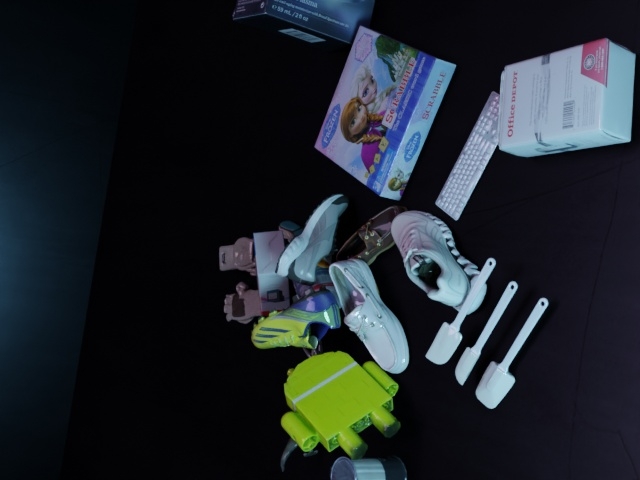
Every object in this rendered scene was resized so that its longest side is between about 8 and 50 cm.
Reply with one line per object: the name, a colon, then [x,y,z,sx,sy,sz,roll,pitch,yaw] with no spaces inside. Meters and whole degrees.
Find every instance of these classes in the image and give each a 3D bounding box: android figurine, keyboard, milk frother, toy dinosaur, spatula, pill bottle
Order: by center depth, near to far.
spatula: [0.306,0.168,1.425,0.168,0.019,0.242,41,117,32]
keyboard: [0.307,-0.166,1.560,0.072,0.014,0.256,50,122,49]
milk frother: [0.089,0.514,1.594,0.129,0.135,0.143,-33,55,48]
android figurine: [0.034,0.332,1.636,0.273,0.248,0.056,37,148,42]
toy dinosaur: [-0.008,0.396,1.813,0.160,0.121,0.313,-121,46,-59]
pill bottle: [-0.016,0.084,1.881,0.108,0.108,0.180,-53,42,34]

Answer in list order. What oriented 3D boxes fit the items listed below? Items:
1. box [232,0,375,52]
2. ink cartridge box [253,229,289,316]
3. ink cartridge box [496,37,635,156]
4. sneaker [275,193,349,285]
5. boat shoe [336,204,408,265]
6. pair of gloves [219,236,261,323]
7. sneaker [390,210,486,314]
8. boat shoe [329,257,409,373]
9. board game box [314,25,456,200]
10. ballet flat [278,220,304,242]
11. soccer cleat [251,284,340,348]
box: [-0.022,-0.643,1.907,0.183,0.296,0.293,14,94,56]
ink cartridge box: [-0.123,0.098,1.998,0.231,0.078,0.134,91,171,-52]
ink cartridge box: [0.417,-0.237,1.349,0.218,0.092,0.158,-2,80,53]
sneaker: [0.000,0.000,1.830,0.271,0.108,0.100,-56,-6,-33]
boat shoe: [0.113,-0.005,1.750,0.207,0.073,0.073,-50,43,35]
pair of gloves: [-0.207,0.112,2.207,0.204,0.042,0.240,-20,72,45]
sneaker: [0.210,0.028,1.563,0.292,0.118,0.110,54,127,48]
boat shoe: [0.092,0.164,1.686,0.098,0.096,0.277,-47,59,35]
board game box: [0.134,-0.299,1.797,0.318,0.066,0.318,42,116,51]
ballet flat: [-0.053,-0.008,2.022,0.168,0.057,0.052,30,134,58]
soccer cleat: [-0.062,0.204,1.780,0.289,0.093,0.121,-36,71,42]
